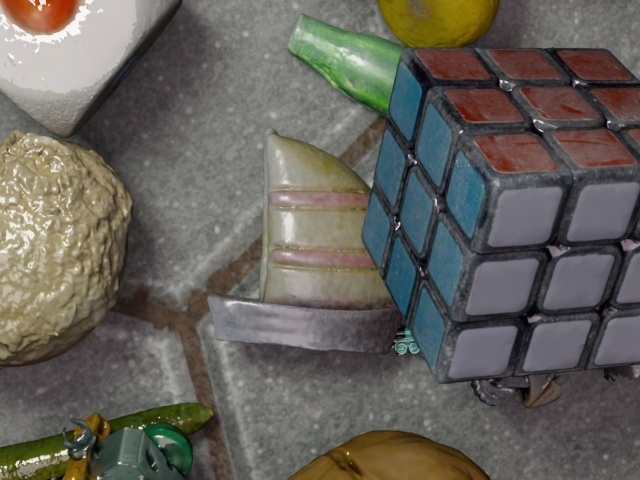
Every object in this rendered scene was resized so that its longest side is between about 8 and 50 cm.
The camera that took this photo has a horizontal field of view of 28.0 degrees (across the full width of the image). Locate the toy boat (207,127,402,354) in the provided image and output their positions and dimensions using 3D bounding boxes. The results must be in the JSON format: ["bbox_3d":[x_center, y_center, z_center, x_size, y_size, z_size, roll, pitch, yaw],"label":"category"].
[{"bbox_3d":[0.009,0.032,1.718,0.276,0.111,0.293,22,84,-14],"label":"toy boat"}]

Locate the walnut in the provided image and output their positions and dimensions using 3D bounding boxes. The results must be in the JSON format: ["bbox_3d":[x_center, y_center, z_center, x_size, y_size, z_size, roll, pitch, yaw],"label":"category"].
[{"bbox_3d":[0.097,0.449,1.666,0.354,0.308,0.398,-20,95,-18],"label":"walnut"}]

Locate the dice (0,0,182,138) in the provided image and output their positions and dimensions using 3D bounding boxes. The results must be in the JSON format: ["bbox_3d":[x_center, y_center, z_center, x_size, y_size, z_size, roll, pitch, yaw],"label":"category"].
[{"bbox_3d":[-0.330,-0.300,1.575,0.259,0.251,0.243,41,93,-8],"label":"dice"}]

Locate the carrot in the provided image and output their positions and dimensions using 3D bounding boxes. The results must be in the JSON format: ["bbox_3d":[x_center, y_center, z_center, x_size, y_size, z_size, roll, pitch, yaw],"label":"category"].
[{"bbox_3d":[-0.316,0.283,1.730,0.358,0.074,0.074,-15,97,-6],"label":"carrot"}]

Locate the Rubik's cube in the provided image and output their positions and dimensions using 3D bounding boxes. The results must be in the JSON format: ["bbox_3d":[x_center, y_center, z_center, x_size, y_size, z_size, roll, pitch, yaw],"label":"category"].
[{"bbox_3d":[0.252,-0.037,1.557,0.303,0.305,0.301,-2,126,-18],"label":"Rubik's cube"}]

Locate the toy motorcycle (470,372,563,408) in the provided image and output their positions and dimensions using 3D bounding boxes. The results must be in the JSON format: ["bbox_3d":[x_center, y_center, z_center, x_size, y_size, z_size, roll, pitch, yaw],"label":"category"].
[{"bbox_3d":[0.296,0.133,1.764,0.129,0.094,0.229,28,80,-12],"label":"toy motorcycle"}]

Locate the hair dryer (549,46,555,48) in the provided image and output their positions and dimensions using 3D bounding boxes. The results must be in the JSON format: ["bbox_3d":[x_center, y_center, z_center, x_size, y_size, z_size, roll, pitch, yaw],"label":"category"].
[{"bbox_3d":[0.298,-0.118,1.750,0.220,0.053,0.195,-43,98,1],"label":"hair dryer"}]

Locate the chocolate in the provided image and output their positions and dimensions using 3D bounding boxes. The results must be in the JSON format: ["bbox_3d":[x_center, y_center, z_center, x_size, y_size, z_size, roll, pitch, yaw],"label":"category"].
[{"bbox_3d":[0.094,-0.214,1.701,0.291,0.110,0.110,25,93,-5],"label":"chocolate"}]

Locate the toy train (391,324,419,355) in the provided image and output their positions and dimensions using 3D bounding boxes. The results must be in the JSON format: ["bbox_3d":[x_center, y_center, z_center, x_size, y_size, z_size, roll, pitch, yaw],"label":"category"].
[{"bbox_3d":[0.141,0.135,1.776,0.092,0.029,0.045,-4,89,-4],"label":"toy train"}]

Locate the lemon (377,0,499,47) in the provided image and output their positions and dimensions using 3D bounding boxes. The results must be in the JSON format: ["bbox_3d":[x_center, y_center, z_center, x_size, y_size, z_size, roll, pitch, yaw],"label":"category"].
[{"bbox_3d":[0.149,-0.336,1.648,0.170,0.170,0.207,-21,121,-3],"label":"lemon"}]

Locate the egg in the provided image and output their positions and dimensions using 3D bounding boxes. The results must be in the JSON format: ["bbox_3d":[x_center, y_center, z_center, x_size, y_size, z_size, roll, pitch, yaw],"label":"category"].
[{"bbox_3d":[-0.370,0.018,1.601,0.279,0.279,0.310,22,95,-7],"label":"egg"}]

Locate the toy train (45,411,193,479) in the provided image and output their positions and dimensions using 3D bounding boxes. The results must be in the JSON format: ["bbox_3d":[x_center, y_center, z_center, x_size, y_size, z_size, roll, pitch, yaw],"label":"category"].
[{"bbox_3d":[-0.233,0.409,1.671,0.249,0.178,0.429,-31,113,13],"label":"toy train"}]

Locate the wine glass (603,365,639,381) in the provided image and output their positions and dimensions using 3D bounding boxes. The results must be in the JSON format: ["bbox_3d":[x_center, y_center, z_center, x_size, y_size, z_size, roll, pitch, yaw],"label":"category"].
[{"bbox_3d":[0.432,0.082,1.759,0.103,0.103,0.222,-2,96,-5],"label":"wine glass"}]
